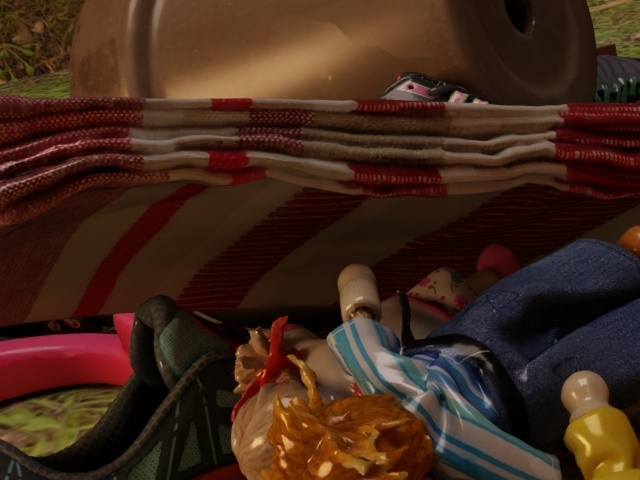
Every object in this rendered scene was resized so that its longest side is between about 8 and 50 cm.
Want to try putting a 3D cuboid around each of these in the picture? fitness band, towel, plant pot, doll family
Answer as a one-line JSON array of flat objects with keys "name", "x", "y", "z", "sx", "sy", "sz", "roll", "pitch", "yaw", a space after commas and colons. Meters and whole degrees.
[{"name": "fitness band", "x": -0.157, "y": 0.098, "z": 0.689, "sx": 0.209, "sy": 0.054, "sz": 0.291, "roll": -18, "pitch": 15, "yaw": -19}, {"name": "towel", "x": 0.000, "y": 0.000, "z": 0.533, "sx": 0.329, "sy": 0.037, "sz": 0.237, "roll": -2, "pitch": -14, "yaw": -24}, {"name": "plant pot", "x": 0.024, "y": -0.097, "z": 0.765, "sx": 0.229, "sy": 0.263, "sz": 0.263, "roll": -19, "pitch": 8, "yaw": 42}, {"name": "doll family", "x": 0.074, "y": 0.058, "z": 0.377, "sx": 0.163, "sy": 0.118, "sz": 0.263, "roll": -24, "pitch": 45, "yaw": -36}]

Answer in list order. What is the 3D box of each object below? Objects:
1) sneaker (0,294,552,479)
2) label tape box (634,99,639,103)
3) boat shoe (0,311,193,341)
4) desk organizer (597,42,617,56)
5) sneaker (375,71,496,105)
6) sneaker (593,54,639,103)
[{"name": "sneaker", "x": -0.021, "y": 0.072, "z": 0.498, "sx": 0.261, "sy": 0.125, "sz": 0.104, "roll": -22, "pitch": 3, "yaw": -30}, {"name": "label tape box", "x": 0.318, "y": -0.049, "z": 0.728, "sx": 0.249, "sy": 0.115, "sz": 0.347, "roll": 2, "pitch": 25, "yaw": 45}, {"name": "boat shoe", "x": -0.165, "y": 0.036, "z": 0.861, "sx": 0.068, "sy": 0.081, "sz": 0.227, "roll": -20, "pitch": 6, "yaw": -41}, {"name": "desk organizer", "x": 0.225, "y": -0.155, "z": 1.291, "sx": 0.130, "sy": 0.050, "sz": 0.047, "roll": -15, "pitch": 15, "yaw": -8}, {"name": "sneaker", "x": 0.061, "y": -0.047, "z": 0.623, "sx": 0.178, "sy": 0.077, "sz": 0.072, "roll": -9, "pitch": -11, "yaw": 7}, {"name": "sneaker", "x": 0.243, "y": -0.125, "z": 1.118, "sx": 0.098, "sy": 0.083, "sz": 0.223, "roll": 0, "pitch": 19, "yaw": 25}]
